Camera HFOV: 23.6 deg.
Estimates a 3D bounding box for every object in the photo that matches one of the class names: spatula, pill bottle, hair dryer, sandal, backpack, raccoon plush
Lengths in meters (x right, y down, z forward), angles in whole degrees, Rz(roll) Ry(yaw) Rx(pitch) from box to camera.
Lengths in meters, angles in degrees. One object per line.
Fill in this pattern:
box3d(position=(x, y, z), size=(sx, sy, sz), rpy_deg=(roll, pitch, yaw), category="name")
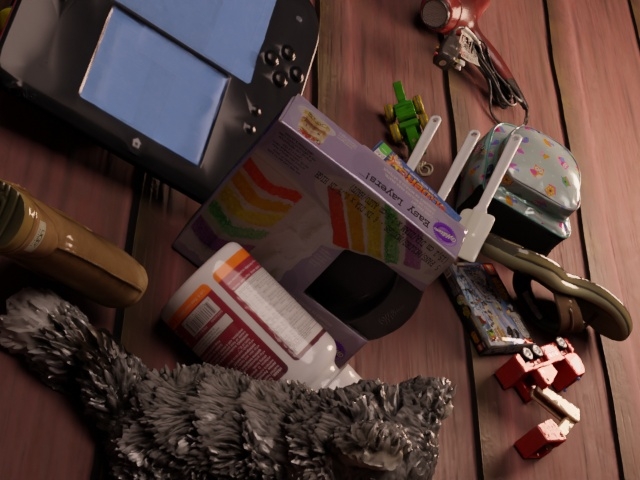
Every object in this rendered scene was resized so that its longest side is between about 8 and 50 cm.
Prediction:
box3d(position=(0.171, -0.081, 2.097), size=(0.168, 0.019, 0.242), rpy_deg=(15, 53, 18), category="spatula")
box3d(position=(-0.060, 0.117, 1.689), size=(0.221, 0.121, 0.121), rpy_deg=(45, 35, 2), category="pill bottle")
box3d(position=(0.245, -0.319, 2.502), size=(0.223, 0.080, 0.294), rpy_deg=(40, 38, -33), category="hair dryer")
box3d(position=(0.314, 0.078, 2.123), size=(0.302, 0.086, 0.120), rpy_deg=(28, -5, -37), category="sandal")
box3d(position=(0.289, -0.083, 2.222), size=(0.165, 0.144, 0.188), rpy_deg=(26, 36, -15), category="backpack")
box3d(position=(-0.092, 0.156, 1.464), size=(0.446, 0.299, 0.216), rpy_deg=(37, 36, -9), category="raccoon plush")

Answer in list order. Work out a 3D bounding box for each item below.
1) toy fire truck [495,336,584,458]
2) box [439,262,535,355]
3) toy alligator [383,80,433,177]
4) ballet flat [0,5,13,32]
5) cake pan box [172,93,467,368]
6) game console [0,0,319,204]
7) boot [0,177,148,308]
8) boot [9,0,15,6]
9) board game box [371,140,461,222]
box3d(position=(0.299, 0.205, 2.014), size=(0.192, 0.047, 0.135), rpy_deg=(-10, 61, -50), category="toy fire truck")
box3d(position=(0.224, 0.091, 2.074), size=(0.094, 0.027, 0.137), rpy_deg=(2, 53, -42), category="box")
box3d(position=(0.134, -0.150, 2.219), size=(0.051, 0.056, 0.190), rpy_deg=(66, 8, -53), category="toy alligator")
box3d(position=(-0.294, -0.190, 1.825), size=(0.231, 0.077, 0.077), rpy_deg=(35, 53, -15), category="ballet flat")
box3d(position=(0.000, 0.000, 1.764), size=(0.267, 0.246, 0.070), rpy_deg=(39, 39, -9), category="cake pan box")
box3d(position=(-0.183, -0.242, 1.847), size=(0.386, 0.060, 0.342), rpy_deg=(30, 56, -27), category="game console")
box3d(position=(-0.322, -0.021, 1.544), size=(0.236, 0.089, 0.269), rpy_deg=(34, -1, 21), category="boot")
box3d(position=(-0.249, -0.310, 1.920), size=(0.229, 0.091, 0.263), rpy_deg=(29, 70, -18), category="boot")
box3d(position=(0.058, -0.007, 1.863), size=(0.136, 0.201, 0.035), rpy_deg=(44, 35, 1), category="board game box")
